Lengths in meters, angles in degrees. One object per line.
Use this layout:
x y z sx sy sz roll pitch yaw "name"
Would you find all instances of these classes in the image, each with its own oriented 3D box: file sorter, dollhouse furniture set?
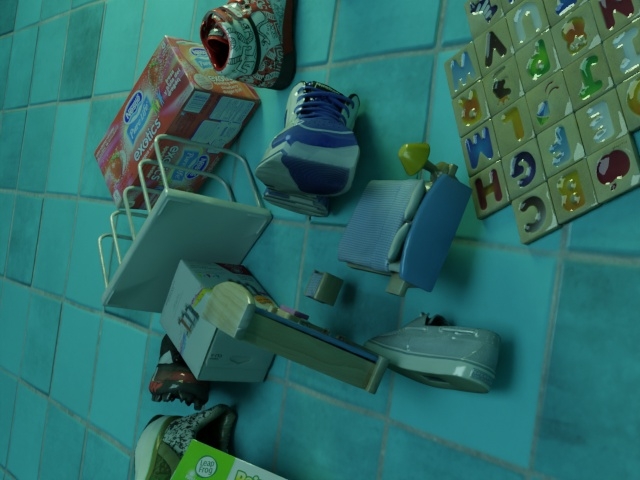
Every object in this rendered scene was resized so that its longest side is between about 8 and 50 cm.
-0.250 -0.024 1.577 0.277 0.193 0.173 -52 42 34 "file sorter"
0.000 0.000 1.167 0.303 0.198 0.286 -66 24 -5 "dollhouse furniture set"

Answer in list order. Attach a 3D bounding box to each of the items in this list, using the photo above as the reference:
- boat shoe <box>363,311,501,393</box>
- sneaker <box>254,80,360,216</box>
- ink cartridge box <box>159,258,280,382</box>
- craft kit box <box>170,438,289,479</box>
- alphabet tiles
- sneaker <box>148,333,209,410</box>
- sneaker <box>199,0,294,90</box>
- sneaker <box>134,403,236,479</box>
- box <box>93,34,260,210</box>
0.139 0.132 1.117 0.227 0.079 0.081 0 61 58 "boat shoe"
-0.014 -0.150 1.270 0.315 0.127 0.182 129 154 -80 "sneaker"
-0.159 0.130 1.471 0.176 0.128 0.127 44 118 47 "ink cartridge box"
-0.131 0.434 1.257 0.250 0.061 0.246 15 61 27 "craft kit box"
0.261 -0.183 1.053 0.285 0.011 0.342 -33 58 46 "alphabet tiles"
-0.230 0.210 1.527 0.276 0.098 0.135 165 121 -79 "sneaker"
-0.124 -0.386 1.495 0.090 0.145 0.270 -17 74 50 "sneaker"
-0.207 0.412 1.412 0.182 0.158 0.410 -37 34 26 "sneaker"
-0.262 -0.201 1.632 0.300 0.154 0.142 -50 55 33 "box"
